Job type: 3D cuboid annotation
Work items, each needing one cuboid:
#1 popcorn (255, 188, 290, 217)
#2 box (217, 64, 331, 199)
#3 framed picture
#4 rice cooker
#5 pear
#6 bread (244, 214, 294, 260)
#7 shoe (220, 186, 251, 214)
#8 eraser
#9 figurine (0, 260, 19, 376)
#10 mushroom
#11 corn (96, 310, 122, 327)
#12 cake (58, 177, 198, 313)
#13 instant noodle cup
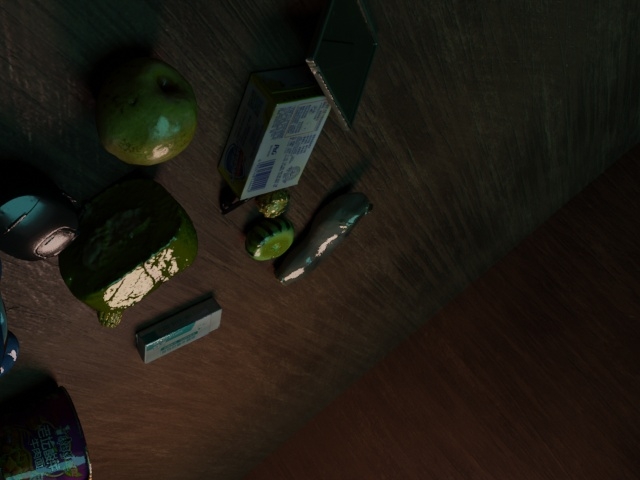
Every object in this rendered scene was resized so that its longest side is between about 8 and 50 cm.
[{"bbox_3d":[-0.109,-0.092,1.930,0.083,0.057,0.082,-23,145,-25],"label":"popcorn"},{"bbox_3d":[-0.091,-0.219,1.684,0.168,0.097,0.265,-20,150,-37],"label":"box"},{"bbox_3d":[0.048,-0.365,1.585,0.289,0.020,0.211,49,56,-67],"label":"framed picture"},{"bbox_3d":[-0.491,-0.045,1.390,0.142,0.118,0.203,-40,155,0],"label":"rice cooker"},{"bbox_3d":[-0.288,-0.206,1.351,0.178,0.178,0.178,-32,155,-17],"label":"pear"},{"bbox_3d":[-0.127,-0.007,2.033,0.139,0.071,0.130,-26,155,-32],"label":"bread"},{"bbox_3d":[-0.184,-0.099,1.807,0.062,0.053,0.159,-37,-171,-25],"label":"shoe"},{"bbox_3d":[-0.364,0.231,2.130,0.225,0.052,0.096,-25,151,-29],"label":"eraser"},{"bbox_3d":[-0.627,0.173,1.415,0.243,0.298,0.416,-47,161,-35],"label":"figurine"},{"bbox_3d":[0.001,0.001,2.204,0.351,0.097,0.109,-48,154,25],"label":"mushroom"},{"bbox_3d":[-0.459,0.124,1.791,0.067,0.067,0.206,-26,153,-27],"label":"corn"},{"bbox_3d":[-0.373,0.008,1.581,0.260,0.179,0.156,-34,155,-5],"label":"cake"},{"bbox_3d":[-0.668,0.489,1.938,0.190,0.251,0.251,-15,147,-28],"label":"instant noodle cup"}]
